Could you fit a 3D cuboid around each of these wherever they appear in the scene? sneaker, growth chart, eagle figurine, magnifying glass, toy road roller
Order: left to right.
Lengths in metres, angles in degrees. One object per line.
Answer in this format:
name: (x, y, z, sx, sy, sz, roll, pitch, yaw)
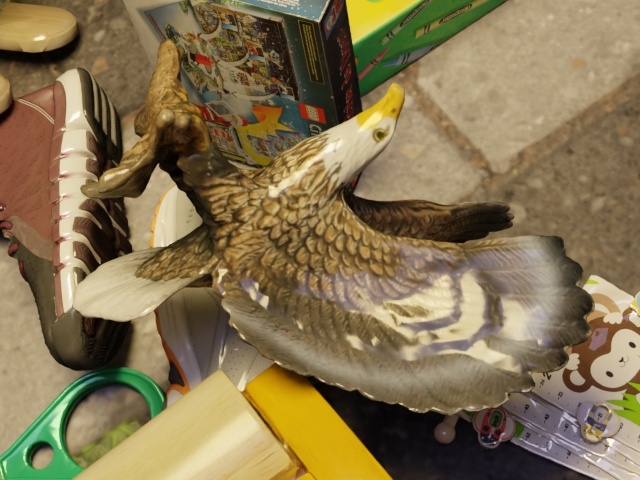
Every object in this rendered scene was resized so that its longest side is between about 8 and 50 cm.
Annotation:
sneaker: (-0.247, -0.006, 0.898, 0.162, 0.106, 0.281, -14, 54, 8)
magnifying glass: (-0.224, 0.172, 0.848, 0.231, 0.026, 0.092, -23, 65, -4)
sneaker: (-0.062, 0.076, 0.835, 0.121, 0.099, 0.262, -8, 72, -3)
toy road roller: (-0.005, 0.262, 0.675, 0.202, 0.240, 0.329, -36, 49, -9)
eagle figurine: (0.007, -0.005, 0.728, 0.298, 0.225, 0.226, 34, 56, -20)
growth chart: (0.222, 0.106, 0.808, 0.237, 0.021, 0.172, 16, 69, 15)

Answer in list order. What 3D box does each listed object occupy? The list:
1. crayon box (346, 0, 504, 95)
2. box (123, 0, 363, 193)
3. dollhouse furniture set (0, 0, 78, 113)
crayon box: (0.055, -0.246, 0.958, 0.278, 0.081, 0.165, -34, 66, -7)
box: (-0.052, -0.130, 0.838, 0.159, 0.233, 0.044, 17, 66, 15)
dollhouse furniture set: (-0.242, -0.342, 0.910, 0.256, 0.362, 0.394, 7, 38, 13)
